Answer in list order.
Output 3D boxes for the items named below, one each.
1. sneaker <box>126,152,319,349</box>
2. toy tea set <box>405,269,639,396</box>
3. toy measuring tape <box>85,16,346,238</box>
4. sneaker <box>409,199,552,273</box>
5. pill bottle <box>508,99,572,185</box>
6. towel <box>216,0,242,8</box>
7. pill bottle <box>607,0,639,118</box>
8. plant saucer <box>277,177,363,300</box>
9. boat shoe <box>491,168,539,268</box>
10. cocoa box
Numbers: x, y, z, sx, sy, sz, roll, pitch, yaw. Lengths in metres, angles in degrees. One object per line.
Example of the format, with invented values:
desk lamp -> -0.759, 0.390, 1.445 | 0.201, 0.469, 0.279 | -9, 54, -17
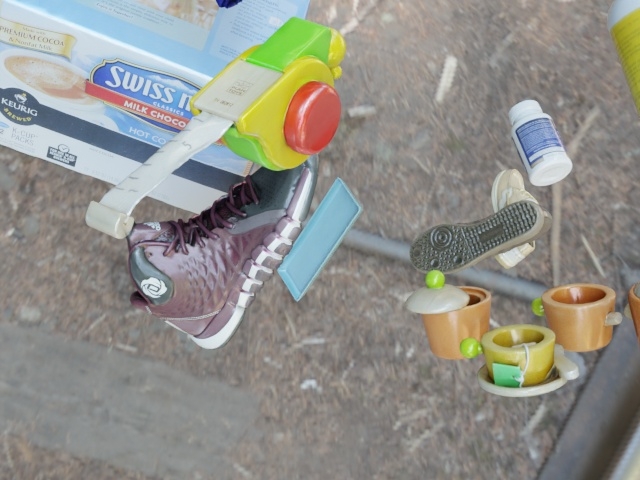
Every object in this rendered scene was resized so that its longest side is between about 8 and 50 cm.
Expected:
sneaker -> -0.124, -0.013, 1.199 | 0.162, 0.106, 0.281 | 23, 112, -19
toy tea set -> 0.243, 0.058, 1.041 | 0.336, 0.200, 0.124 | -4, 106, 13
toy measuring tape -> -0.077, -0.085, 0.997 | 0.330, 0.121, 0.121 | -48, 113, -31
sneaker -> 0.207, 0.004, 1.396 | 0.188, 0.071, 0.066 | -19, 71, 30
pill bottle -> 0.322, -0.147, 1.627 | 0.067, 0.120, 0.067 | -13, 152, -7
towel -> -0.143, -0.411, 1.151 | 0.076, 0.227, 0.308 | -31, 93, -11
pill bottle -> 0.275, -0.143, 0.813 | 0.103, 0.103, 0.184 | -18, 82, 5
plant saucer -> 0.000, 0.000, 1.584 | 0.018, 0.067, 0.192 | -1, 136, -41
boat shoe -> 0.271, -0.037, 1.492 | 0.059, 0.170, 0.063 | -28, 127, 35
cocoa box -> -0.219, -0.221, 1.362 | 0.347, 0.231, 0.228 | 20, 136, -8
